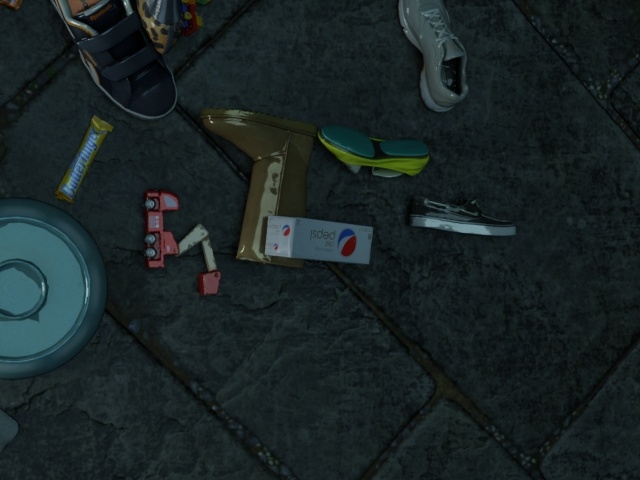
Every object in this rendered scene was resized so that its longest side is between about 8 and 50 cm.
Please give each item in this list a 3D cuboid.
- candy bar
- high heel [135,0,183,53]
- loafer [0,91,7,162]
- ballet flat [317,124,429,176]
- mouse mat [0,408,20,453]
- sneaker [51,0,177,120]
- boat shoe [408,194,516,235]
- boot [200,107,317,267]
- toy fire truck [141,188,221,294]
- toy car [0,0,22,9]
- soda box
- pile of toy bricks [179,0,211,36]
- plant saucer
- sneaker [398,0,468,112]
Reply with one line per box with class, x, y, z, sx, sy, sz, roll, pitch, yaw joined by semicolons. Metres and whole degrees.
candy bar;-0.418;-0.140;1.825;0.040;0.018;0.161;28;82;-16
high heel;-0.304;-0.448;1.792;0.093;0.261;0.186;-10;129;-23
loafer;-0.567;-0.149;1.734;0.087;0.094;0.251;0;85;-22
ballet flat;0.095;-0.158;1.956;0.231;0.077;0.077;7;134;-21
mouse mat;-0.630;0.347;1.771;0.152;0.007;0.189;41;80;-14
sneaker;-0.359;-0.346;1.786;0.126;0.127;0.321;-41;103;-14
boat shoe;0.280;-0.048;2.012;0.219;0.078;0.070;7;90;-16
boot;-0.119;-0.095;1.881;0.236;0.089;0.269;9;89;-19
toy fire truck;-0.250;0.003;1.863;0.135;0.047;0.192;-1;90;-18
toy car;-0.561;-0.391;1.764;0.060;0.040;0.122;40;79;-14
soda box;0.000;0.000;1.881;0.216;0.069;0.074;6;90;-47
pile of toy bricks;-0.237;-0.450;1.846;0.105;0.118;0.212;2;72;-45
plant saucer;-0.524;0.083;1.783;0.318;0.044;0.317;0;91;-18
sneaker;0.230;-0.379;1.969;0.099;0.121;0.262;-19;96;-17
